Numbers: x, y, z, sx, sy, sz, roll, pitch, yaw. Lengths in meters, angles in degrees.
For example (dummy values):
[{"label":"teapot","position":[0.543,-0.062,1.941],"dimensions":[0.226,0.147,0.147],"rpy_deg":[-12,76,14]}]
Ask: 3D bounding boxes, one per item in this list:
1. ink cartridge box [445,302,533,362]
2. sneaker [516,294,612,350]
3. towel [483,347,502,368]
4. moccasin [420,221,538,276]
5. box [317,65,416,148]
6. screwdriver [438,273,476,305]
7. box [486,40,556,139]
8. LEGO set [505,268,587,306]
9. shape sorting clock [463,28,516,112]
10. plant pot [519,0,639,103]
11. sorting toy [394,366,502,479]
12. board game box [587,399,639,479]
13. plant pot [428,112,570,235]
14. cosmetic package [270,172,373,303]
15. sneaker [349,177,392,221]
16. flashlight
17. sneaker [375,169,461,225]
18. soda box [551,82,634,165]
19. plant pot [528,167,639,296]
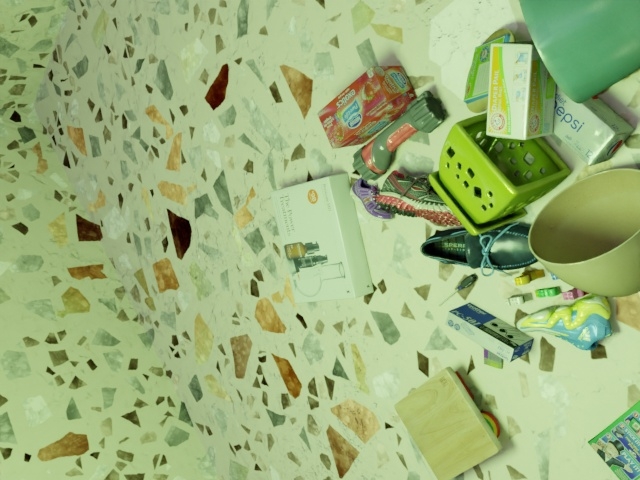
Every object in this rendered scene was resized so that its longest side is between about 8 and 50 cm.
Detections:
[{"label":"ink cartridge box","position":[0.437,0.236,1.978],"dimensions":[0.207,0.097,0.046],"rpy_deg":[30,122,38]},{"label":"sneaker","position":[0.585,0.215,1.818],"dimensions":[0.240,0.091,0.126],"rpy_deg":[-26,83,47]},{"label":"towel","position":[0.463,0.298,2.033],"dimensions":[0.060,0.009,0.083],"rpy_deg":[13,111,44]},{"label":"moccasin","position":[0.406,0.033,1.938],"dimensions":[0.342,0.117,0.137],"rpy_deg":[-7,96,48]},{"label":"box","position":[0.128,-0.368,2.113],"dimensions":[0.257,0.128,0.122],"rpy_deg":[-33,77,46]},{"label":"screwdriver","position":[0.368,0.140,2.079],"dimensions":[0.170,0.025,0.024],"rpy_deg":[-47,67,42]},{"label":"box","position":[0.441,-0.329,1.664],"dimensions":[0.103,0.114,0.203],"rpy_deg":[17,115,45]},{"label":"LEGO set","position":[0.529,0.109,1.845],"dimensions":[0.227,0.093,0.087],"rpy_deg":[-16,89,48]},{"label":"shape sorting clock","position":[0.405,-0.403,1.813],"dimensions":[0.206,0.040,0.206],"rpy_deg":[-47,34,48]},{"label":"plant pot","position":[0.570,-0.456,1.516],"dimensions":[0.235,0.293,0.292],"rpy_deg":[-24,83,33]},{"label":"sorting toy","position":[0.370,0.510,2.134],"dimensions":[0.255,0.089,0.257],"rpy_deg":[58,135,17]},{"label":"board game box","position":[0.791,0.526,1.721],"dimensions":[0.317,0.046,0.213],"rpy_deg":[52,132,24]},{"label":"plant pot","position":[0.409,-0.153,1.812],"dimensions":[0.227,0.228,0.207],"rpy_deg":[54,141,21]},{"label":"cosmetic package","position":[0.000,0.000,2.384],"dimensions":[0.284,0.097,0.377],"rpy_deg":[-11,93,45]},{"label":"sneaker","position":[0.150,-0.119,2.210],"dimensions":[0.170,0.068,0.071],"rpy_deg":[48,126,28]},{"label":"flashlight","position":[0.215,-0.274,2.075],"dimensions":[0.304,0.103,0.103],"rpy_deg":[-34,35,43]},{"label":"sneaker","position":[0.285,-0.117,2.034],"dimensions":[0.299,0.121,0.112],"rpy_deg":[17,82,35]},{"label":"soda box","position":[0.552,-0.300,1.706],"dimensions":[0.286,0.091,0.098],"rpy_deg":[50,134,25]},{"label":"plant pot","position":[0.619,0.012,1.627],"dimensions":[0.284,0.284,0.191],"rpy_deg":[-10,128,48]}]
